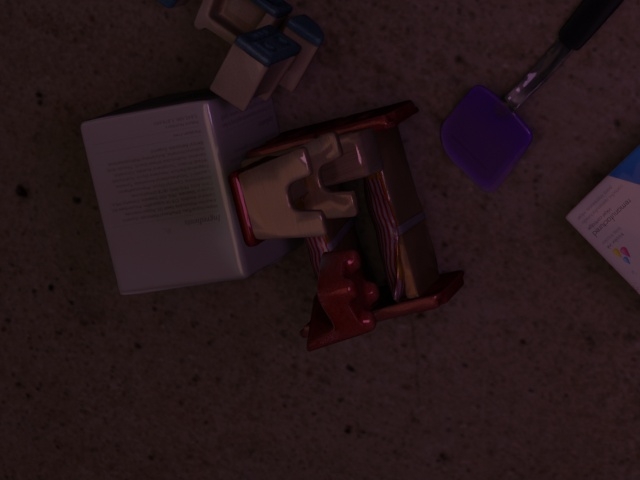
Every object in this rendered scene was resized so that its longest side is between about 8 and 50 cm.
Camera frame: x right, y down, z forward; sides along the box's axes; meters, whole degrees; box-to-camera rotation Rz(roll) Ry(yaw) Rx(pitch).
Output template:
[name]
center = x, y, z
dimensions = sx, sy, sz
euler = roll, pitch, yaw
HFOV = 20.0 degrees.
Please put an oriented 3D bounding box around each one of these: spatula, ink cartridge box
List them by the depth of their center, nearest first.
[ink cartridge box]
center = 0.362, 0.009, 1.700
dimensions = 0.231, 0.078, 0.134
euler = 46, 116, 5
[spatula]
center = 0.219, -0.171, 1.738
dimensions = 0.084, 0.030, 0.296
euler = 44, 116, 9

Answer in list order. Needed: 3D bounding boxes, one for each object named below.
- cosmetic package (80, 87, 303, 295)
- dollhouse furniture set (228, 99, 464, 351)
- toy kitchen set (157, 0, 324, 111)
[cosmetic package]
center = -0.128, -0.056, 1.846
dimensions = 0.151, 0.151, 0.184
euler = -7, 100, 24
[dollhouse furniture set]
center = 0.000, 0.000, 1.688
dimensions = 0.152, 0.374, 0.201
euler = -13, 97, 20
[toy kitchen set]
center = -0.100, -0.243, 1.776
dimensions = 0.207, 0.166, 0.122
euler = 35, 114, 10
